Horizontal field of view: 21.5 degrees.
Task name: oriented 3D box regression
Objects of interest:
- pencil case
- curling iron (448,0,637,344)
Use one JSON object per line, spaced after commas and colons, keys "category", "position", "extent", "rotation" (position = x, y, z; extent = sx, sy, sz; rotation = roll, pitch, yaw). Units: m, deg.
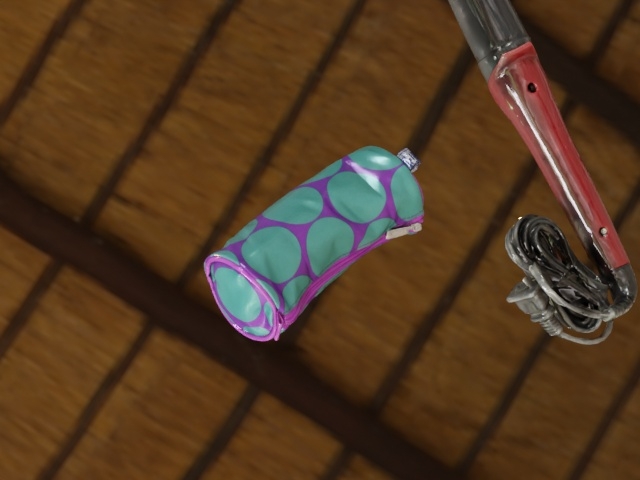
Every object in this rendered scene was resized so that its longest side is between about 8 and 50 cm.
{"category": "pencil case", "position": [0.000, 0.000, 1.045], "extent": [0.151, 0.070, 0.064], "rotation": [-37, -27, -33]}
{"category": "curling iron", "position": [0.091, -0.078, 0.836], "extent": [0.068, 0.035, 0.274], "rotation": [-13, -99, -41]}
